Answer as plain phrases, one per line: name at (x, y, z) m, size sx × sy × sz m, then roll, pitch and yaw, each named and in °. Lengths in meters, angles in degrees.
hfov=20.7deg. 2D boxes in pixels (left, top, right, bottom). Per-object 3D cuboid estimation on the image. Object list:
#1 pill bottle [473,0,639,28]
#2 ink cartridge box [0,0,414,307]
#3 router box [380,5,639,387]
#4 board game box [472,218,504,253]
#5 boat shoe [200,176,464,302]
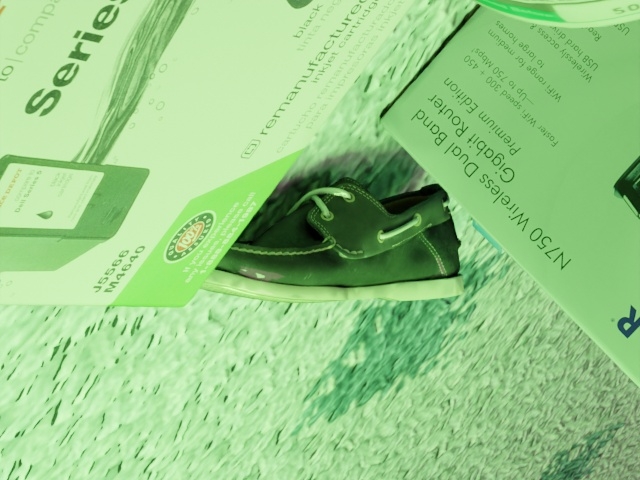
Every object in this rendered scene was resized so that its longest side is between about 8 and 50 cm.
pill bottle at (0.058, -0.219, 0.618) m, size 0.204 × 0.204 × 0.361 m, roll -47°, pitch 157°, yaw 9°
ink cartridge box at (-0.112, -0.079, 0.695) m, size 0.198 × 0.115 × 0.273 m, roll -52°, pitch 154°, yaw 20°
router box at (0.252, -0.064, 1.008) m, size 0.301 × 0.335 × 0.082 m, roll -49°, pitch 156°, yaw 12°
board game box at (0.196, -0.098, 1.231) m, size 0.211 × 0.039 × 0.160 m, roll -37°, pitch 156°, yaw -12°
boat shoe at (0.000, 0.000, 1.074) m, size 0.233 × 0.084 × 0.079 m, roll -2°, pitch 96°, yaw -47°
